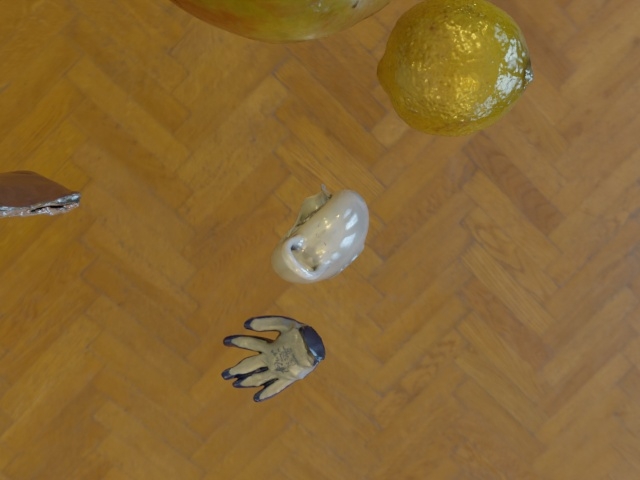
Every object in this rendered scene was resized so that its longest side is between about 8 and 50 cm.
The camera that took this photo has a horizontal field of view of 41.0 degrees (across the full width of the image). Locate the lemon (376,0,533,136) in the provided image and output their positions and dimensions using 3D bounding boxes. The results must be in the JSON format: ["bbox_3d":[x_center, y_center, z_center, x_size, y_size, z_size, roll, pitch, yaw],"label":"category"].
[{"bbox_3d":[0.253,-0.330,1.631,0.293,0.293,0.292,-2,105,-7],"label":"lemon"}]

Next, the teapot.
[{"bbox_3d":[0.000,0.000,1.079,0.092,0.226,0.145,45,110,-6],"label":"teapot"}]

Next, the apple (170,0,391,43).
[{"bbox_3d":[-0.016,-0.195,0.404,0.195,0.160,0.173,-46,79,8],"label":"apple"}]

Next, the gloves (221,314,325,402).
[{"bbox_3d":[-0.041,0.090,0.679,0.086,0.026,0.064,-30,85,20],"label":"gloves"}]

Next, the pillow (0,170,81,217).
[{"bbox_3d":[-0.370,-0.043,0.875,0.233,0.126,0.043,-12,117,-50],"label":"pillow"}]
